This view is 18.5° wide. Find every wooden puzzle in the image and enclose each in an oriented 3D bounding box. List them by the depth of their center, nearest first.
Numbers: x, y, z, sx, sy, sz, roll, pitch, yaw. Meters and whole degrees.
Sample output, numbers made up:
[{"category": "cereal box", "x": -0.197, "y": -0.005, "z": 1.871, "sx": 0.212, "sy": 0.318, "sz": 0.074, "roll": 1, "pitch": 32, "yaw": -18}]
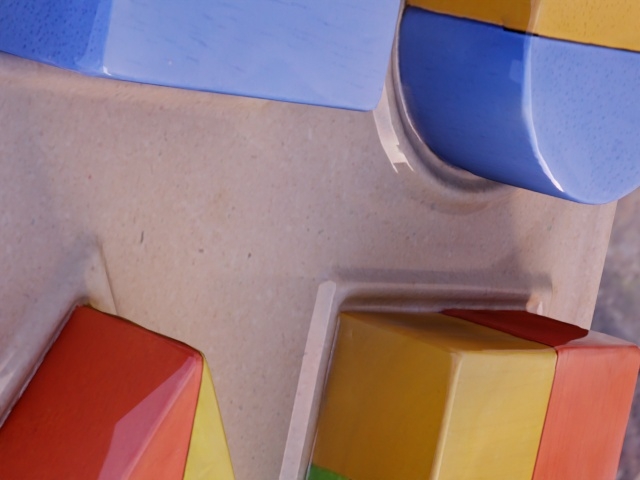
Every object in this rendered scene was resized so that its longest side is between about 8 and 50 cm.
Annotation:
[{"category": "wooden puzzle", "x": 0.000, "y": 0.000, "z": 0.525, "sx": 0.080, "sy": 0.322, "sz": 0.348, "roll": 11, "pitch": 96, "yaw": 42}]
